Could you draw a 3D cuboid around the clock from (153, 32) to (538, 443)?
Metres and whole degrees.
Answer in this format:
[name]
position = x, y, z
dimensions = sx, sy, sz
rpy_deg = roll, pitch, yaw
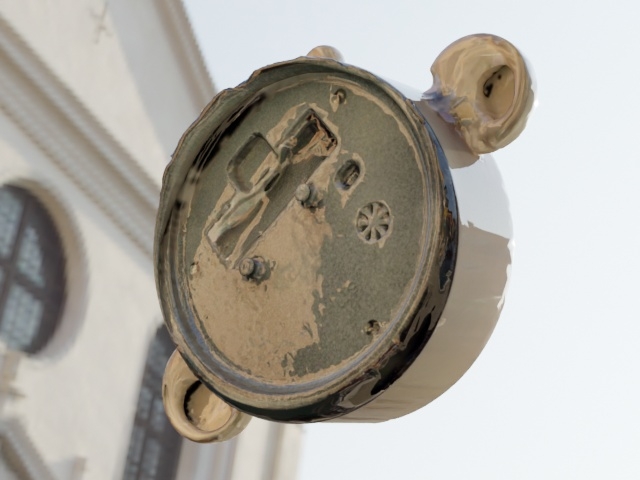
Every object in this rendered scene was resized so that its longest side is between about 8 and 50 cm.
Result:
[clock]
position = 0.000, 0.000, 0.660
dimensions = 0.229, 0.155, 0.063
rpy_deg = -46, -27, 19
